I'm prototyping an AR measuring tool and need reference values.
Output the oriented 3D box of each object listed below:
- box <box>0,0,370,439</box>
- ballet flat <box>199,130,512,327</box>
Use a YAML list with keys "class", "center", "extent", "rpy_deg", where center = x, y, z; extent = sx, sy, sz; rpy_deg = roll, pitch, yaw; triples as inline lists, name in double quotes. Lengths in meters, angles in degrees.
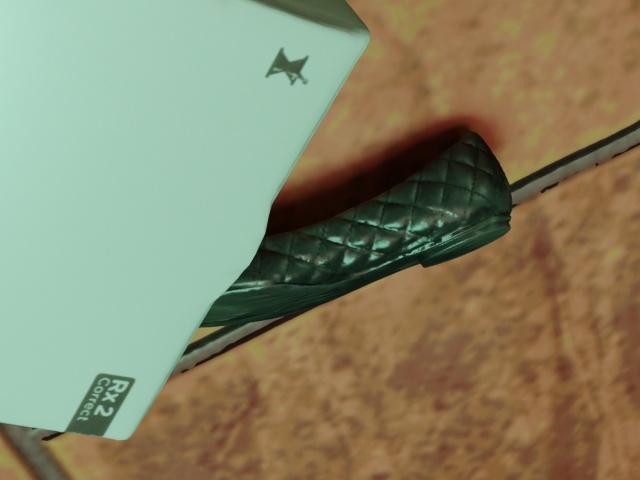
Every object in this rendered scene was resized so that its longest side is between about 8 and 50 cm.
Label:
- class: "box"
  center: [-0.115, -0.047, 0.487]
  extent: [0.182, 0.119, 0.181]
  rpy_deg: [15, 119, -34]
- class: "ballet flat"
  center: [0.000, 0.000, 0.643]
  extent: [0.173, 0.049, 0.057]
  rpy_deg: [-17, 165, -7]
